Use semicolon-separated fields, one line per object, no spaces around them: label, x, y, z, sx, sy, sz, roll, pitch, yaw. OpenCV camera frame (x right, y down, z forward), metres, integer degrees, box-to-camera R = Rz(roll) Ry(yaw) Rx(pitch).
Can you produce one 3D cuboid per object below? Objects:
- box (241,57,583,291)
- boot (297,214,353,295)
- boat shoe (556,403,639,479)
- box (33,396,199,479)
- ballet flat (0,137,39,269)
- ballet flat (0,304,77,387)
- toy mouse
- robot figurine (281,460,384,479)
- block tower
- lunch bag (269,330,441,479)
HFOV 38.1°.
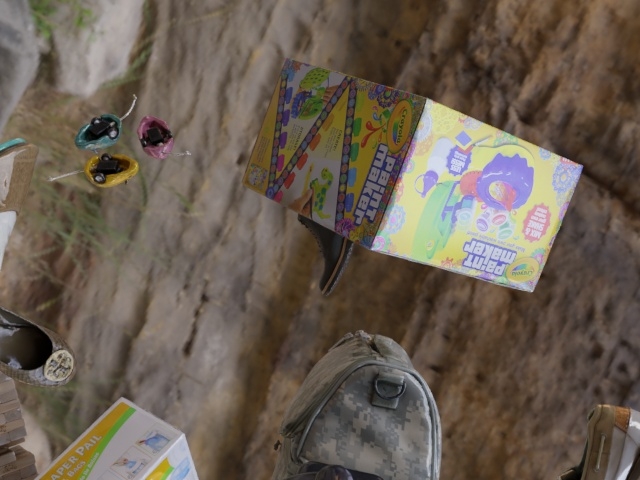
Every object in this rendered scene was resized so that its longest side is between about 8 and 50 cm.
box;0.111;-0.081;1.162;0.279;0.290;0.177;29;-79;49
boot;0.000;0.000;1.894;0.077;0.137;0.198;-37;149;-78
boat shoe;0.391;0.373;1.352;0.113;0.103;0.302;-39;150;-75
box;-0.244;0.295;1.030;0.203;0.103;0.114;-45;143;-34
ballet flat;-0.417;0.021;0.962;0.342;0.124;0.116;-35;173;-30
ballet flat;-0.429;0.124;1.252;0.058;0.250;0.084;-1;-128;52
toy mouse;-0.230;-0.116;1.099;0.031;0.161;0.143;83;4;-48
robot figurine;-0.005;0.333;0.876;0.173;0.209;0.278;-26;-161;21
block tower;-0.545;0.353;1.569;0.091;0.336;0.097;-17;-170;-32
lunch bag;0.053;0.258;1.208;0.305;0.212;0.256;146;-38;-90
